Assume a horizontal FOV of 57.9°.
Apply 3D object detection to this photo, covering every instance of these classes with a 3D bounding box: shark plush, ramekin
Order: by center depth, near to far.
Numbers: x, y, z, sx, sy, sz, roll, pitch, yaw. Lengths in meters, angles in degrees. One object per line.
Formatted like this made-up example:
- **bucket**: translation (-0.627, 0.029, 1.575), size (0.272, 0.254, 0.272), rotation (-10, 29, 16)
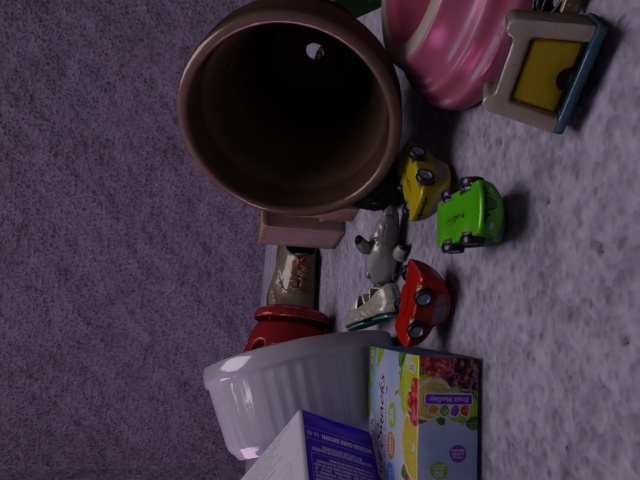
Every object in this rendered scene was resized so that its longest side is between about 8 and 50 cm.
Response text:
- **ramekin**: translation (-0.020, 0.218, 0.806), size (0.273, 0.272, 0.127), rotation (119, 140, -66)
- **shark plush**: translation (0.100, 0.030, 0.849), size (0.067, 0.073, 0.161), rotation (-69, -27, -49)

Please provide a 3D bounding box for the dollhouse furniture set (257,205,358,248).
- **dollhouse furniture set**: translation (-0.040, -0.175, 1.259), size (0.303, 0.173, 0.356), rotation (120, 151, -66)

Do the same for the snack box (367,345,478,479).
- **snack box**: translation (0.103, 0.223, 0.628), size (0.174, 0.070, 0.207), rotation (150, 124, -78)

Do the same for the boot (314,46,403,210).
- **boot**: translation (0.048, -0.199, 0.930), size (0.348, 0.131, 0.260), rotation (19, 86, 59)

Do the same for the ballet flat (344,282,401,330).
- **ballet flat**: translation (0.078, 0.096, 0.846), size (0.168, 0.057, 0.052), rotation (142, 121, -64)

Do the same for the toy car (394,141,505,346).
- **toy car**: translation (0.134, -0.009, 0.596), size (0.225, 0.053, 0.239), rotation (142, 130, -75)

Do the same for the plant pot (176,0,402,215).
- **plant pot**: translation (-0.023, -0.198, 0.742), size (0.229, 0.263, 0.263), rotation (-78, 1, -50)

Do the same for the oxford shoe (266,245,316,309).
- **oxford shoe**: translation (-0.067, 0.094, 1.437), size (0.130, 0.123, 0.348), rotation (109, 161, -54)

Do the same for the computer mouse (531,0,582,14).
- **computer mouse**: translation (0.127, -0.243, 0.460), size (0.042, 0.193, 0.106), rotation (-43, -32, -45)

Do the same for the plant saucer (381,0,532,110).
- **plant saucer**: translation (0.137, -0.309, 0.608), size (0.332, 0.084, 0.332), rotation (-175, 90, -79)

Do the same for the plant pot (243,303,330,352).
- **plant pot**: translation (-0.070, 0.232, 1.233), size (0.191, 0.191, 0.174), rotation (127, 151, -71)

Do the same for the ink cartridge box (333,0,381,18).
- **ink cartridge box**: translation (0.012, -0.457, 0.741), size (0.289, 0.121, 0.211), rotation (13, -116, -65)

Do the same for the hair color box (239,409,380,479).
- **hair color box**: translation (-0.011, 0.363, 0.561), size (0.185, 0.110, 0.339), rotation (-55, 22, 25)

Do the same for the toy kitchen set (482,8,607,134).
- **toy kitchen set**: translation (0.177, -0.114, 0.338), size (0.207, 0.122, 0.166), rotation (-66, -11, -55)
